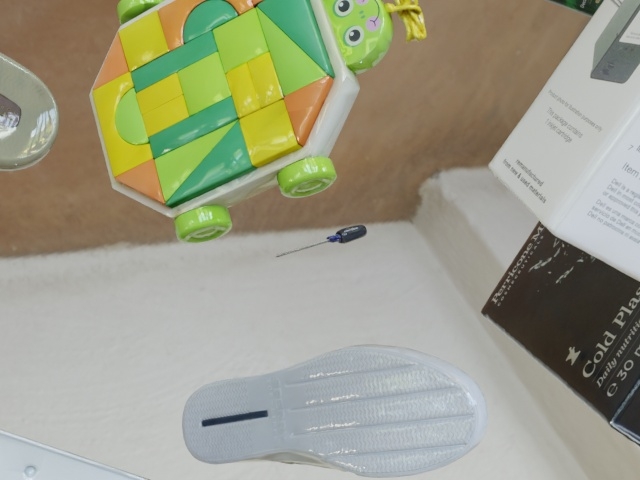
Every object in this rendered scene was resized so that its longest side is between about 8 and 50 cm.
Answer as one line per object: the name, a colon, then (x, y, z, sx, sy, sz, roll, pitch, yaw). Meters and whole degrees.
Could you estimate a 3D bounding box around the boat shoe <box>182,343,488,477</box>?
boat shoe: (0.019, 0.165, 0.902, 0.335, 0.121, 0.119, -7, 171, 34)

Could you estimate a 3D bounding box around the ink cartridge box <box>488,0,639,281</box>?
ink cartridge box: (0.284, -0.100, 0.629, 0.198, 0.115, 0.273, 26, 108, -24)

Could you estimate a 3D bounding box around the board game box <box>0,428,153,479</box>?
board game box: (-0.345, 0.338, 0.760, 0.390, 0.050, 0.390, 23, 83, -14)

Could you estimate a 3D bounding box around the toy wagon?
toy wagon: (-0.067, -0.165, 0.893, 0.344, 0.267, 0.068, -23, 164, 19)

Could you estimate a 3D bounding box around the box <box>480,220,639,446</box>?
box: (0.512, 0.026, 1.186, 0.297, 0.472, 0.480, 31, 95, -10)

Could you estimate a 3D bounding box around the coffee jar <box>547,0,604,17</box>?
coffee jar: (0.360, -0.404, 1.390, 0.079, 0.184, 0.096, -59, 163, -52)

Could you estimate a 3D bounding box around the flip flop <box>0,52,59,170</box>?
flip flop: (-0.293, -0.119, 0.612, 0.277, 0.080, 0.112, 23, 77, -41)

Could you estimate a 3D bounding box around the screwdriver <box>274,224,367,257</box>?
screwdriver: (0.000, 0.000, 1.325, 0.170, 0.025, 0.024, -11, 170, -37)
